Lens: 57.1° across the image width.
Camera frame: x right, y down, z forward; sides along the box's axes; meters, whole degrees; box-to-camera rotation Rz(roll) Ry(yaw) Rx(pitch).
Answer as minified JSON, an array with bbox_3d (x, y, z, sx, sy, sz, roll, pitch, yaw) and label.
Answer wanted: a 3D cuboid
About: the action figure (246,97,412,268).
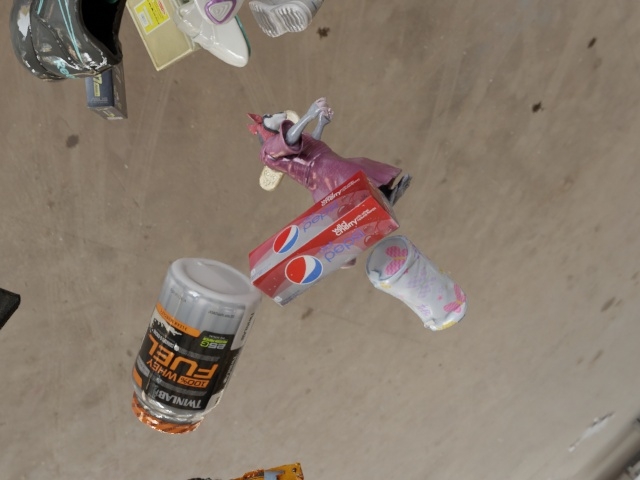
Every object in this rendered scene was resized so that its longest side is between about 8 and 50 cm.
[{"bbox_3d":[-0.011,-0.149,1.232,0.276,0.370,0.248,-64,164,10],"label":"action figure"}]

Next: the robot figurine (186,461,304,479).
[{"bbox_3d":[-0.163,0.545,1.167,0.291,0.085,0.211,-15,116,-4],"label":"robot figurine"}]

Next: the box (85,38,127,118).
[{"bbox_3d":[-0.479,-0.374,1.315,0.059,0.232,0.183,-4,95,-11],"label":"box"}]

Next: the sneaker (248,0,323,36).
[{"bbox_3d":[-0.093,-0.638,1.637,0.115,0.281,0.105,-44,132,-18],"label":"sneaker"}]

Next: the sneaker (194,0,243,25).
[{"bbox_3d":[-0.193,-0.549,1.058,0.114,0.152,0.305,-8,111,-17],"label":"sneaker"}]

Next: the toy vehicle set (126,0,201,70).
[{"bbox_3d":[-0.429,-0.601,1.541,0.035,0.166,0.267,-38,111,-46],"label":"toy vehicle set"}]

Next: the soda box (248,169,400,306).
[{"bbox_3d":[0.000,0.000,1.022,0.263,0.083,0.092,-36,126,17],"label":"soda box"}]

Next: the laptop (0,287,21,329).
[{"bbox_3d":[-0.650,0.224,0.766,0.236,0.382,0.408,101,11,-53],"label":"laptop"}]

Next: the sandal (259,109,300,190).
[{"bbox_3d":[-0.115,-0.256,1.646,0.079,0.088,0.240,14,96,-83],"label":"sandal"}]

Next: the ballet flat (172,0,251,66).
[{"bbox_3d":[-0.310,-0.569,1.358,0.139,0.139,0.400,-31,100,-16],"label":"ballet flat"}]

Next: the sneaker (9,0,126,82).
[{"bbox_3d":[-0.228,-0.289,0.574,0.101,0.106,0.267,-12,108,-63],"label":"sneaker"}]

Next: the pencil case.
[{"bbox_3d":[0.215,0.098,1.300,0.124,0.113,0.273,-48,129,4],"label":"pencil case"}]

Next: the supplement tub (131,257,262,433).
[{"bbox_3d":[-0.254,0.209,1.168,0.193,0.193,0.316,7,111,-46],"label":"supplement tub"}]
